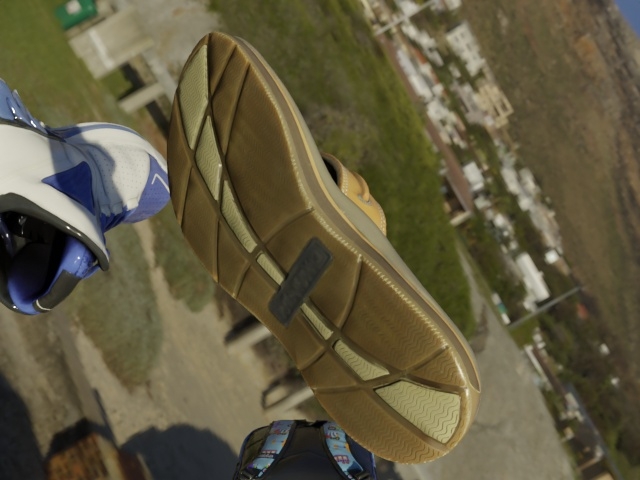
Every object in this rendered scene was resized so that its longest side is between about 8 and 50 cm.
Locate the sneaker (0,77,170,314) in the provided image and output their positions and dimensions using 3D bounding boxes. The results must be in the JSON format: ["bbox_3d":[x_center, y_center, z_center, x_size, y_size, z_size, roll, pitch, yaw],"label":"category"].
[{"bbox_3d":[-0.239,-0.018,0.883,0.182,0.127,0.315,65,17,17],"label":"sneaker"}]

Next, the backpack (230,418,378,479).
[{"bbox_3d":[-0.016,0.263,1.045,0.173,0.158,0.117,-87,177,-75],"label":"backpack"}]

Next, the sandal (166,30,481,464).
[{"bbox_3d":[0.000,0.000,0.362,0.049,0.072,0.180,-9,55,-51],"label":"sandal"}]
